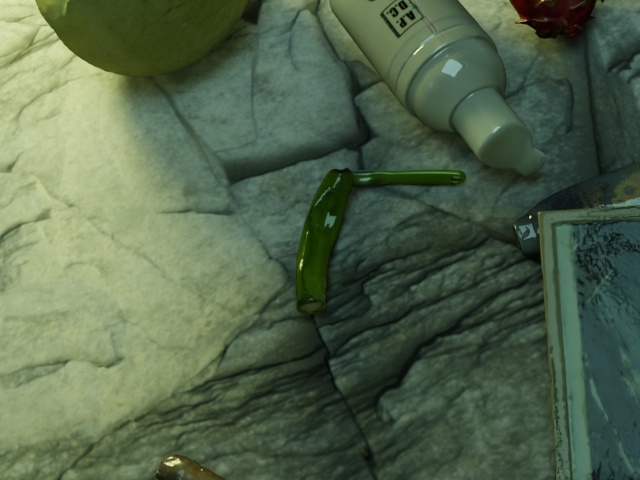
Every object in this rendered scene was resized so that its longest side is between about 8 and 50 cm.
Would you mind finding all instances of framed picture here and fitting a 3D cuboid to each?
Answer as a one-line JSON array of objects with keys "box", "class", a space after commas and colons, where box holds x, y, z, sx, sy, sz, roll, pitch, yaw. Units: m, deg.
[{"box": [0.374, 0.116, 1.104, 0.247, 0.022, 0.335, -3, 70, 12], "class": "framed picture"}]

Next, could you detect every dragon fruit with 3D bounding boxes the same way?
[{"box": [0.306, -0.351, 1.335, 0.136, 0.166, 0.133, -26, 14, 6], "class": "dragon fruit"}]

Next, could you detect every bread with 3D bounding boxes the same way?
[{"box": [-0.256, -0.394, 1.466, 0.320, 0.237, 0.321, -16, 48, 18], "class": "bread"}]

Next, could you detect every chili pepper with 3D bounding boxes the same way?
[{"box": [0.000, 0.000, 1.285, 0.051, 0.050, 0.202, 11, 65, 4], "class": "chili pepper"}]

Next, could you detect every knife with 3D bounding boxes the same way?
[{"box": [0.099, -0.082, 1.316, 0.184, 0.022, 0.026, 0, 38, 17], "class": "knife"}]

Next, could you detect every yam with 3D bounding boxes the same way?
[{"box": [-0.082, 0.316, 1.142, 0.264, 0.046, 0.046, 26, 72, 24], "class": "yam"}]

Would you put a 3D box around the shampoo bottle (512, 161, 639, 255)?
[{"box": [0.348, -0.039, 1.206, 0.233, 0.049, 0.087, -19, 61, 6], "class": "shampoo bottle"}]

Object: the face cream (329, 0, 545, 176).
[{"box": [0.157, -0.230, 1.305, 0.145, 0.145, 0.370, -32, 58, -2], "class": "face cream"}]
